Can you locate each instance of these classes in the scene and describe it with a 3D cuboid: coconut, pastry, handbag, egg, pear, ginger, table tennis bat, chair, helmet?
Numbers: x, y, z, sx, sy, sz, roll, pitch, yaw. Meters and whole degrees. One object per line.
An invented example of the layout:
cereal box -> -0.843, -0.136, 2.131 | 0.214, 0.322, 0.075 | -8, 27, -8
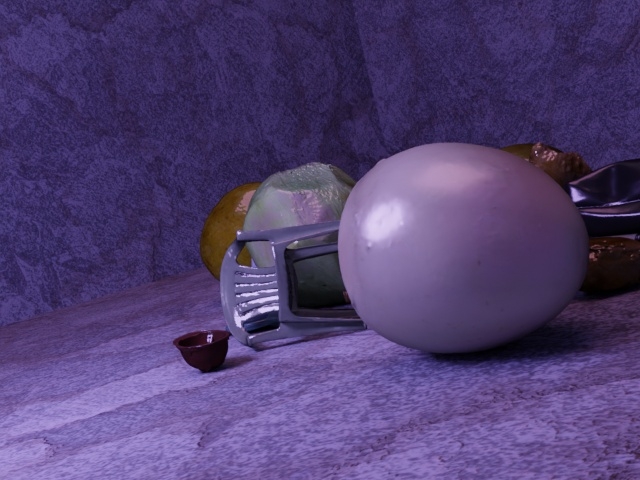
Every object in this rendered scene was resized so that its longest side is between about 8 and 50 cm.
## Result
coconut -> 0.000, 0.000, 1.917 | 0.281, 0.328, 0.328 | -51, -16, 28
pastry -> 0.429, 0.035, 1.396 | 0.153, 0.081, 0.153 | -14, 0, 0
handbag -> 0.715, -0.094, 1.888 | 0.342, 0.152, 0.288 | -9, -6, 43
egg -> 0.182, 0.009, 1.193 | 0.345, 0.283, 0.283 | -4, 10, 43
pear -> -0.151, 0.004, 2.397 | 0.303, 0.304, 0.304 | -13, 4, 1
ginger -> 0.486, -0.078, 2.004 | 0.270, 0.218, 0.123 | -54, 25, 0
table tennis bat -> -0.101, 0.156, 1.809 | 0.149, 0.038, 0.237 | -15, 2, -28
chair -> -0.059, 0.082, 1.631 | 0.274, 0.204, 0.190 | -5, -7, 3
helmet -> -0.191, 0.187, 1.512 | 0.089, 0.057, 0.111 | -20, 12, -35

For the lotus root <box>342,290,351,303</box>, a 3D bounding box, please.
lotus root -> 0.113, 0.089, 1.756 | 0.150, 0.062, 0.073 | -19, 42, 12

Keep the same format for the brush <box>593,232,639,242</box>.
brush -> 0.587, 0.001, 1.705 | 0.039, 0.042, 0.299 | 0, -4, -20

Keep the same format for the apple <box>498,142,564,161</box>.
apple -> 0.500, -0.121, 2.215 | 0.257, 0.234, 0.295 | -18, 5, 5

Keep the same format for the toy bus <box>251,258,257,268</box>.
toy bus -> 0.007, 0.054, 2.118 | 0.329, 0.136, 0.109 | -14, 6, 13
